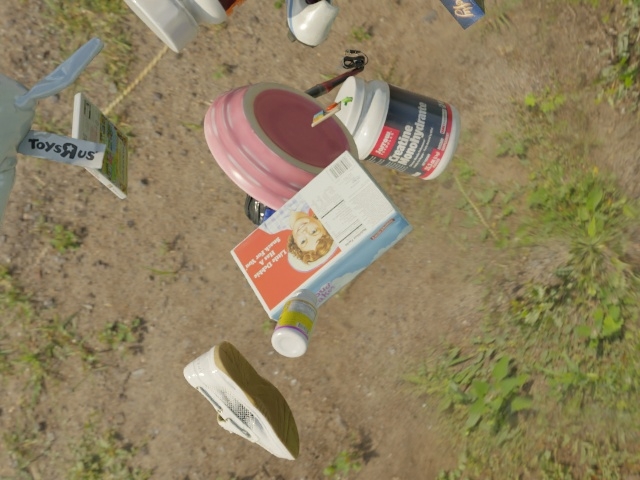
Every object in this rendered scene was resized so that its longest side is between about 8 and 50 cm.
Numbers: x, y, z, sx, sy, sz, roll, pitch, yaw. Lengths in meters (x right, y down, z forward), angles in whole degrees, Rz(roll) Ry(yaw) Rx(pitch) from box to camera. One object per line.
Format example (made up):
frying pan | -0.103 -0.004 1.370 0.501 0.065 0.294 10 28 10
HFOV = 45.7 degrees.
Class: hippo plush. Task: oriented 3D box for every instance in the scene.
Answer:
hippo plush | -0.356 -0.051 0.647 0.295 0.236 0.234 4 114 -4

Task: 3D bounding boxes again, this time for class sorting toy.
sorting toy | 0.021 -0.225 1.297 0.083 0.062 0.012 -30 107 15

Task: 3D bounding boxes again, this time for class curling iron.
curling iron | 0.002 -0.393 1.893 0.274 0.035 0.068 -35 109 -10

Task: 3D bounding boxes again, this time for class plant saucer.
plant saucer | -0.054 -0.186 1.440 0.332 0.332 0.084 49 127 14

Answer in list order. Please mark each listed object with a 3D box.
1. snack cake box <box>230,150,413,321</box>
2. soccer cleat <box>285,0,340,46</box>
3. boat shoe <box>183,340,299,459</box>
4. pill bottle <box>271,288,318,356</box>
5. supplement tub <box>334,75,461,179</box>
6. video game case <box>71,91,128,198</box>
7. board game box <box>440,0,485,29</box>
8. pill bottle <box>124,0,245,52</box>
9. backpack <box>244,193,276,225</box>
snack cake box | 0.000 0.000 1.247 0.264 0.089 0.152 -40 60 9
soccer cleat | -0.030 -0.575 1.669 0.143 0.116 0.331 -46 51 43
boat shoe | -0.129 0.280 1.276 0.096 0.098 0.277 -25 121 15
pill bottle | -0.027 0.095 0.900 0.044 0.083 0.043 8 128 10
supplement tub | 0.172 -0.265 1.785 0.272 0.191 0.191 15 96 -16
video game case | -0.584 -0.252 2.022 0.026 0.206 0.226 -23 52 15
board game box | 0.194 -0.455 1.213 0.042 0.243 0.165 -34 117 30
pill bottle | -0.202 -0.566 1.462 0.392 0.224 0.224 -45 76 -1
backpack | -0.128 -0.096 1.871 0.098 0.101 0.120 42 124 44
